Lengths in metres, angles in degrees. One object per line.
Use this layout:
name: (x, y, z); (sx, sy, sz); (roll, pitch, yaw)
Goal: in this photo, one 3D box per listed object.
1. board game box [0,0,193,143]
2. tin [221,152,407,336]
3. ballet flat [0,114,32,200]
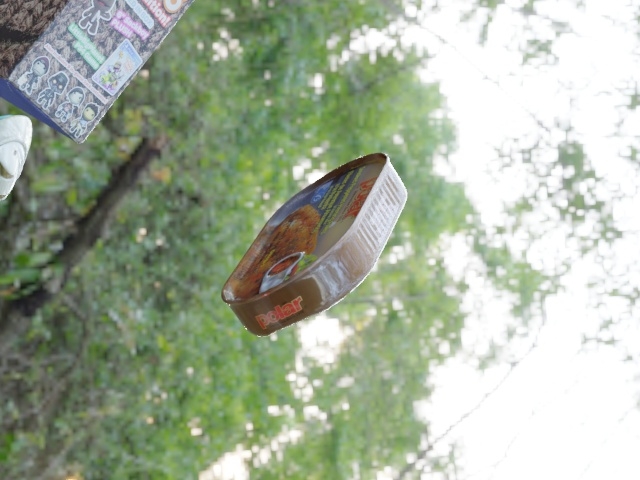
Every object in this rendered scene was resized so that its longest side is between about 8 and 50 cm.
board game box: (-0.302, -0.300, 1.497); (0.232, 0.291, 0.141); (29, -11, 37)
tin: (0.000, 0.000, 0.851); (0.106, 0.040, 0.189); (-29, -164, 29)
ballet flat: (-0.242, -0.040, 0.867); (0.052, 0.168, 0.057); (33, -57, 12)
